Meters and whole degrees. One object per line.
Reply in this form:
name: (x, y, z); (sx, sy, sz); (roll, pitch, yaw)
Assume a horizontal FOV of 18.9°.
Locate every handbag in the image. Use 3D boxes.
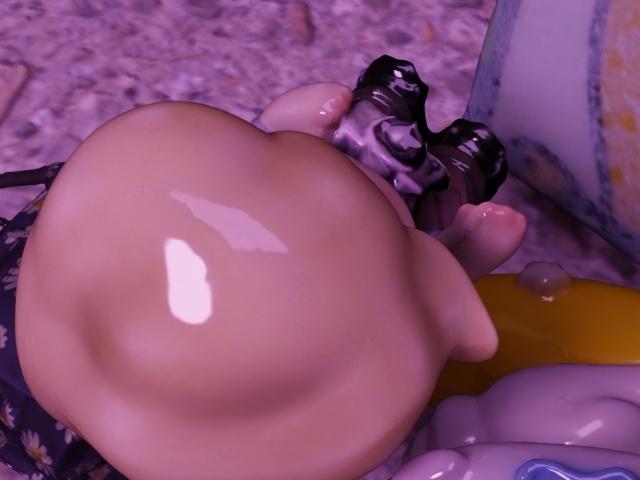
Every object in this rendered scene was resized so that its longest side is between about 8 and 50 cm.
handbag: (-0.094, 0.016, 0.620); (0.139, 0.072, 0.115); (19, 49, 16)

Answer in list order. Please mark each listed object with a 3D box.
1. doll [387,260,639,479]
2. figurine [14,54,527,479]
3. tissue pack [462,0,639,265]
doll: (0.080, 0.095, 0.537); (0.252, 0.111, 0.237); (11, 43, 7)
figurine: (0.000, 0.000, 0.546); (0.114, 0.108, 0.196); (46, 37, 5)
tissue pack: (0.210, -0.055, 0.634); (0.311, 0.228, 0.128); (39, 50, 25)
